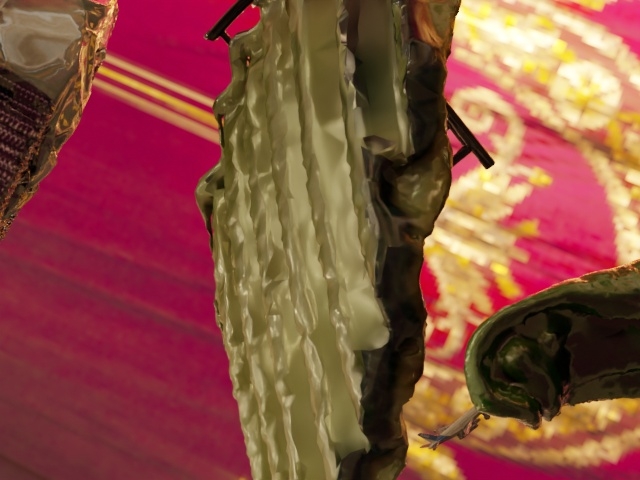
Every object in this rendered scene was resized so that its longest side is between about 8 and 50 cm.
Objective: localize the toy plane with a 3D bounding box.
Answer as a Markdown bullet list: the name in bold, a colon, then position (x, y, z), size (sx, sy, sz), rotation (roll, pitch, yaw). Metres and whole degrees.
- **toy plane**: position (0.132, 0.175, 1.486), size (0.084, 0.024, 0.078), rotation (-26, 4, -17)

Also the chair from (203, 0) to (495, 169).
- **chair**: position (0.029, -0.144, 1.518), size (0.154, 0.260, 0.141), rotation (-39, 16, 4)

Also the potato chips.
- **potato chips**: position (0.000, 0.000, 0.993), size (0.358, 0.070, 0.429), rotation (122, 148, -47)

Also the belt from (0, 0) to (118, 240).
- **belt**: position (-0.283, -0.114, 1.434), size (0.260, 0.122, 0.325), rotation (-57, 7, 44)

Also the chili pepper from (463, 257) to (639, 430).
- **chili pepper**: position (0.196, 0.051, 0.819), size (0.074, 0.257, 0.100), rotation (-144, 50, -81)
